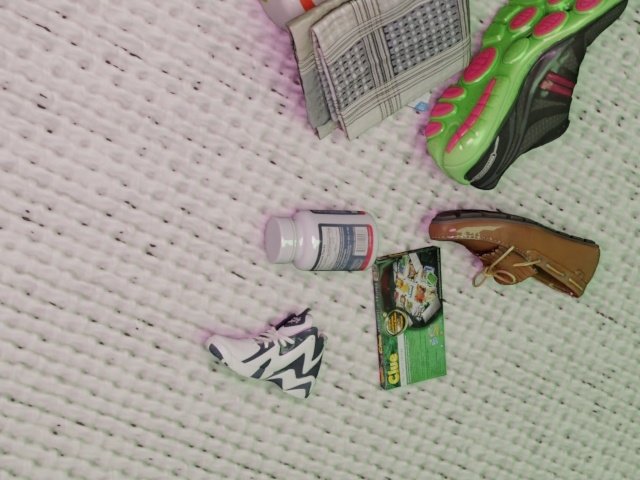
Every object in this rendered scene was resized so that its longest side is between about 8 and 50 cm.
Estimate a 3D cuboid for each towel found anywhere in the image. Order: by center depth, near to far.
[{"bbox_3d":[0.108,-0.313,1.757,0.324,0.056,0.312,-29,151,-7],"label":"towel"}]

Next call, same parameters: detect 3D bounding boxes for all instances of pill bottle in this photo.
[{"bbox_3d":[0.000,0.000,1.874,0.180,0.108,0.108,1,103,-24],"label":"pill bottle"}]

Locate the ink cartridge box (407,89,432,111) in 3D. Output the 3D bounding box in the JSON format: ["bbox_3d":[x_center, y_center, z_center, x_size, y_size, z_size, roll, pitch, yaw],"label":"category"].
[{"bbox_3d":[0.175,-0.278,1.924,0.048,0.028,0.083,17,96,-27],"label":"ink cartridge box"}]

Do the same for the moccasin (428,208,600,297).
[{"bbox_3d":[0.362,0.030,2.036,0.380,0.139,0.147,16,88,-36],"label":"moccasin"}]

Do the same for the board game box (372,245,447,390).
[{"bbox_3d":[0.169,0.146,2.030,0.136,0.030,0.260,-11,107,-23],"label":"board game box"}]

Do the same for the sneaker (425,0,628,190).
[{"bbox_3d":[0.383,-0.295,1.956,0.483,0.185,0.202,-48,134,-3],"label":"sneaker"}]

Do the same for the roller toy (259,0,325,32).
[{"bbox_3d":[0.005,-0.425,1.746,0.209,0.146,0.191,-44,116,-9],"label":"roller toy"}]

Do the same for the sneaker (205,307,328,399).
[{"bbox_3d":[-0.081,0.173,1.890,0.235,0.094,0.153,28,90,-27],"label":"sneaker"}]
